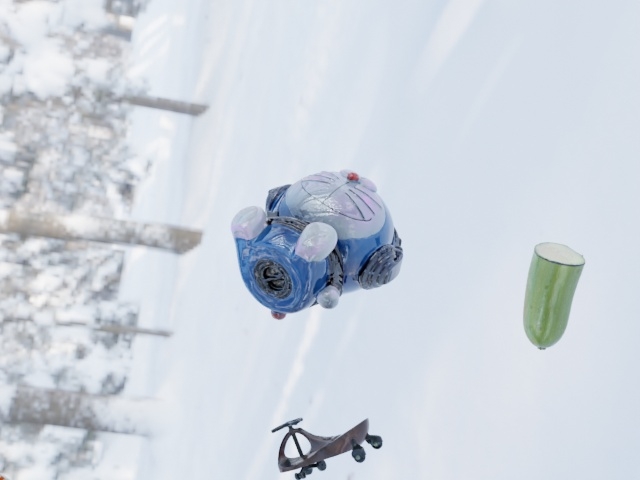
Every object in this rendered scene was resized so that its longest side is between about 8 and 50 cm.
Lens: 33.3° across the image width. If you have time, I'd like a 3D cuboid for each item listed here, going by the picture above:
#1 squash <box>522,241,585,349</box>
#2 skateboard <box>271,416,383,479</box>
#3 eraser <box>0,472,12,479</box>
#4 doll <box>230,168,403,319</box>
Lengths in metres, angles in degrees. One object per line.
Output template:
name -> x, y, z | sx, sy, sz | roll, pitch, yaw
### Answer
squash -> 0.397, 0.104, 1.877 | 0.095, 0.095, 0.188 | -104, 21, -64
skateboard -> 0.000, 0.267, 1.420 | 0.067, 0.151, 0.080 | -18, -96, -64
eraser -> -0.415, 0.463, 1.536 | 0.157, 0.230, 0.038 | -56, 5, -18
doll -> 0.000, 0.000, 1.900 | 0.310, 0.284, 0.240 | -40, -29, -47
